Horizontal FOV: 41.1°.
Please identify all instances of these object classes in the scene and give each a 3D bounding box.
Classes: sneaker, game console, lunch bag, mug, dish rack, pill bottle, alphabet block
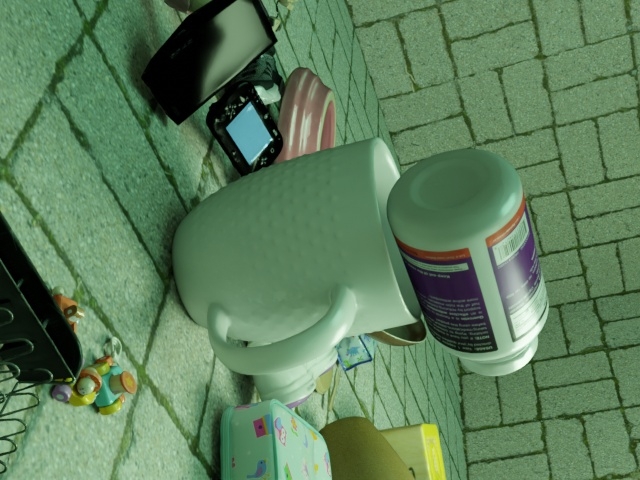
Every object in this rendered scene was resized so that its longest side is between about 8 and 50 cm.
[{"bbox_3d":[-0.053,0.189,1.503,0.152,0.114,0.305,64,11,-4],"label":"sneaker"},{"bbox_3d":[-0.140,-0.338,1.667,0.268,0.101,0.153,-67,142,-75],"label":"sneaker"},{"bbox_3d":[-0.138,-0.233,1.391,0.044,0.213,0.361,43,-9,33],"label":"game console"},{"bbox_3d":[0.071,0.209,2.019,0.151,0.096,0.129,62,16,-8],"label":"lunch bag"},{"bbox_3d":[-0.043,0.046,1.236,0.374,0.328,0.276,-82,155,-53],"label":"mug"},{"bbox_3d":[-0.306,0.113,0.693,0.271,0.074,0.208,-81,153,-55],"label":"dish rack"},{"bbox_3d":[0.217,0.042,1.203,0.181,0.181,0.323,-86,158,-48],"label":"pill bottle"},{"bbox_3d":[-0.063,0.372,1.324,0.279,0.108,0.224,57,20,-57],"label":"lunch bag"},{"bbox_3d":[0.163,0.511,1.884,0.193,0.197,0.192,31,47,-70],"label":"alphabet block"}]

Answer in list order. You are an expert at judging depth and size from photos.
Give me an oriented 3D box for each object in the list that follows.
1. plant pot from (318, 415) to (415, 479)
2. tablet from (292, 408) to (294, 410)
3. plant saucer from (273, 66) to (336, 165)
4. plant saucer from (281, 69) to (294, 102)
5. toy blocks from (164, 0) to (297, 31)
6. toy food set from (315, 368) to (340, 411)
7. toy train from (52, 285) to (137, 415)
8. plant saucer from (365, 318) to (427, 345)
[{"bbox_3d":[0.078,0.473,1.612,0.237,0.237,0.254,60,7,-50],"label":"plant pot"},{"bbox_3d":[-0.061,0.277,1.616,0.054,0.006,0.083,-81,154,-54],"label":"tablet"},{"bbox_3d":[-0.025,-0.194,1.798,0.332,0.084,0.332,7,90,-82],"label":"plant saucer"},{"bbox_3d":[-0.049,-0.280,2.057,0.188,0.045,0.188,56,25,-55],"label":"plant saucer"},{"bbox_3d":[-0.161,-0.515,1.446,0.260,0.288,0.309,34,14,3],"label":"toy blocks"},{"bbox_3d":[-0.005,0.260,1.800,0.132,0.039,0.192,-71,151,-51],"label":"toy food set"},{"bbox_3d":[-0.250,0.125,0.948,0.166,0.046,0.125,52,29,-58],"label":"toy train"},{"bbox_3d":[0.114,0.150,2.015,0.311,0.050,0.310,31,19,-12],"label":"plant saucer"}]
